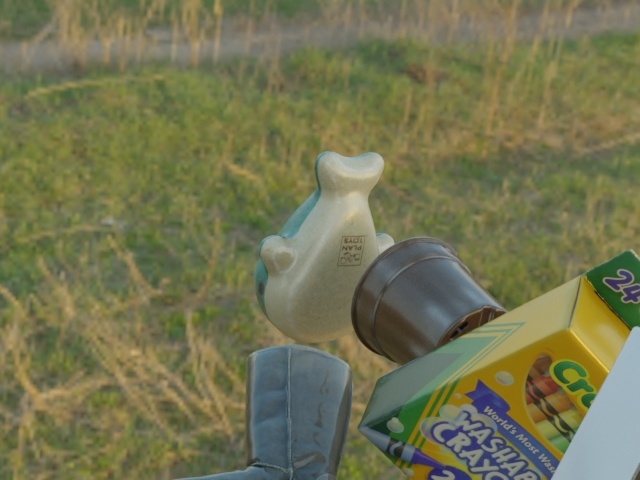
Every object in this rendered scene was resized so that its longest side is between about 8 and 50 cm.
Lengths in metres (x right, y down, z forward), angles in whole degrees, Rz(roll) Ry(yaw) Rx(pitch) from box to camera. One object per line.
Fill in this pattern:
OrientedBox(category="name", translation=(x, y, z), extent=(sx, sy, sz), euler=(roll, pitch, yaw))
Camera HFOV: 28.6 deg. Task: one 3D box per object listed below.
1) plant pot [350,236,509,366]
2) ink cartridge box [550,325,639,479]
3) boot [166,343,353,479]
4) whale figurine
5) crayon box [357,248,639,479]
OrientedBox(category="plant pot", translation=(0.147, 0.104, 1.511), extent=(0.167, 0.167, 0.165), euler=(-3, 25, -27))
OrientedBox(category="ink cartridge box", translation=(0.184, 0.237, 0.795), extent=(0.165, 0.333, 0.065), euler=(35, -7, -35))
OrientedBox(category="boot", translation=(-0.058, 0.174, 1.103), extent=(0.189, 0.076, 0.208), euler=(13, 44, -14))
OrientedBox(category="whale figurine", translation=(0.000, 0.000, 1.691), extent=(0.216, 0.272, 0.141), euler=(-3, 24, -34))
OrientedBox(category="crayon box", translation=(0.218, 0.164, 1.181), extent=(0.203, 0.323, 0.083), euler=(45, 40, -15))
